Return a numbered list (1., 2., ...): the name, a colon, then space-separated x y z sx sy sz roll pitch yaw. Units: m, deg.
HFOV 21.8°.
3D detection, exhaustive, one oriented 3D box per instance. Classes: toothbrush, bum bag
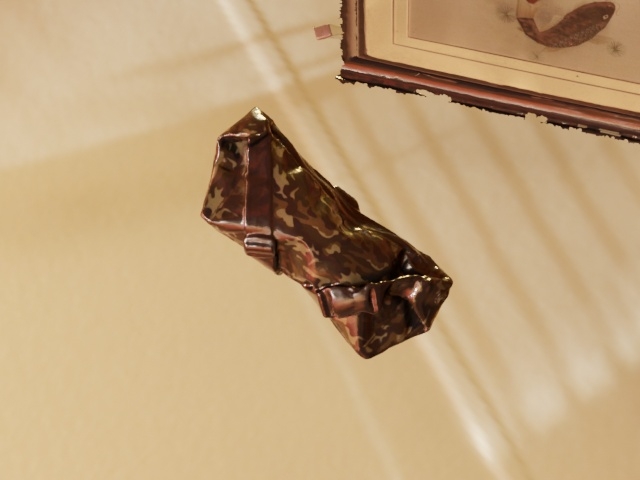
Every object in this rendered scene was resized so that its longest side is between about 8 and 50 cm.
1. toothbrush: 0.025 -0.170 1.374 0.194 0.014 0.017 -15 -90 -75
2. bum bag: -0.001 0.001 1.425 0.248 0.102 0.069 42 -169 -4

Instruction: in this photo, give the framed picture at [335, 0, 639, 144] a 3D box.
1. framed picture: 0.099 -0.107 0.613 0.199 0.195 0.010 13 -125 12
